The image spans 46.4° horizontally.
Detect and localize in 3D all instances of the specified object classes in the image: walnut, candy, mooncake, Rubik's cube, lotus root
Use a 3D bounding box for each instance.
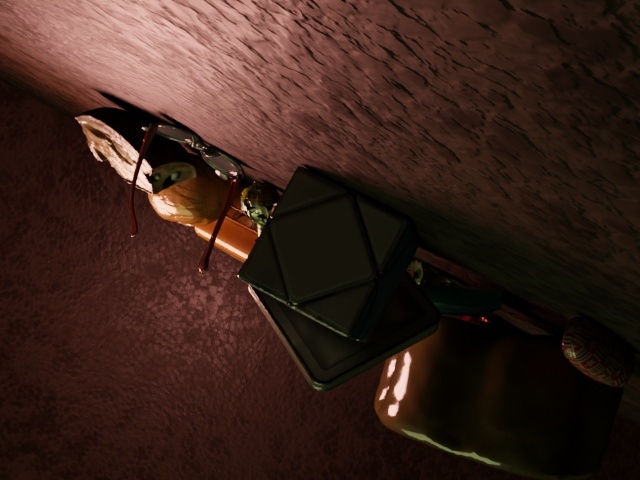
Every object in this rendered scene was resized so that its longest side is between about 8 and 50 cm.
[{"bbox_3d":[-0.326,-0.126,1.884,0.222,0.195,0.195,20,173,29],"label":"walnut"},{"bbox_3d":[-0.146,0.006,1.772,0.091,0.305,0.083,0,-154,-9],"label":"candy"},{"bbox_3d":[0.343,0.295,1.485,0.467,0.262,0.467,13,178,0],"label":"mooncake"},{"bbox_3d":[0.023,0.029,1.210,0.207,0.205,0.205,29,177,14],"label":"Rubik's cube"},{"bbox_3d":[-0.424,-0.227,1.745,0.314,0.142,0.210,35,151,26],"label":"lotus root"}]

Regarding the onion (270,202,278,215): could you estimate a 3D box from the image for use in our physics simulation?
[{"bbox_3d":[0.018,0.046,1.691,0.280,0.146,0.314,17,156,35],"label":"onion"}]

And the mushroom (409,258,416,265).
[{"bbox_3d":[0.204,0.052,1.658,0.101,0.019,0.049,30,177,-23],"label":"mushroom"}]

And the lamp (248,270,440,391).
[{"bbox_3d":[0.039,0.109,1.347,0.269,0.267,0.047,54,157,30],"label":"lamp"}]

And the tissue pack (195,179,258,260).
[{"bbox_3d":[-0.167,-0.031,1.957,0.275,0.194,0.145,25,175,37],"label":"tissue pack"}]

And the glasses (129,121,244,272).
[{"bbox_3d":[-0.290,-0.092,1.524,0.234,0.268,0.118,33,156,-36],"label":"glasses"}]

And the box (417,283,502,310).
[{"bbox_3d":[0.261,0.122,1.485,0.161,0.042,0.226,4,171,4],"label":"box"}]

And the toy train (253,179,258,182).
[{"bbox_3d":[-0.146,-0.123,1.814,0.045,0.029,0.092,21,176,-3],"label":"toy train"}]

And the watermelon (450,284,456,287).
[{"bbox_3d":[0.252,0.123,1.743,0.158,0.097,0.121,24,177,6],"label":"watermelon"}]

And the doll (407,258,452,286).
[{"bbox_3d":[0.228,0.080,1.625,0.113,0.078,0.076,5,-122,-40],"label":"doll"}]

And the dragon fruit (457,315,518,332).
[{"bbox_3d":[0.461,0.339,2.018,0.228,0.286,0.329,31,170,27],"label":"dragon fruit"}]

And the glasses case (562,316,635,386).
[{"bbox_3d":[0.447,0.183,1.182,0.194,0.073,0.049,31,168,-39],"label":"glasses case"}]
